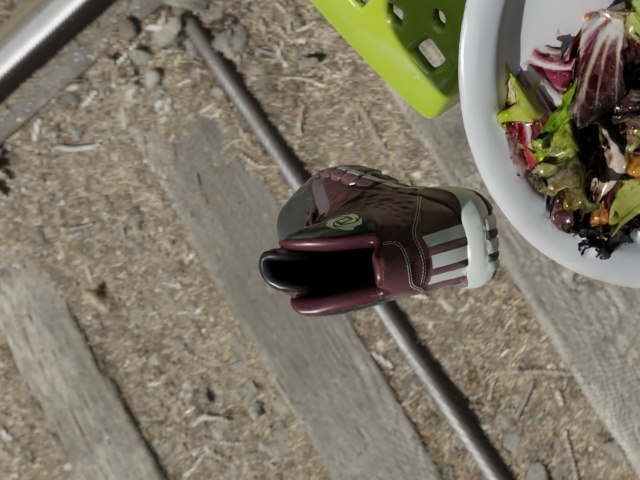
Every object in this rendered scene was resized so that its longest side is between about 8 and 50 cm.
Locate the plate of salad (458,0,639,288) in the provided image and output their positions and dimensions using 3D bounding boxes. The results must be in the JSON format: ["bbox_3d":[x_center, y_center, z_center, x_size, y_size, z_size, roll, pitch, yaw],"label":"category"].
[{"bbox_3d":[0.146,-0.068,0.341,0.200,0.048,0.200,-5,116,-11],"label":"plate of salad"}]

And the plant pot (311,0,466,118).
[{"bbox_3d":[0.110,-0.264,0.720,0.228,0.207,0.227,-41,87,-18],"label":"plant pot"}]

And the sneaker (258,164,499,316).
[{"bbox_3d":[0.000,0.000,0.822,0.281,0.162,0.106,2,105,57],"label":"sneaker"}]
